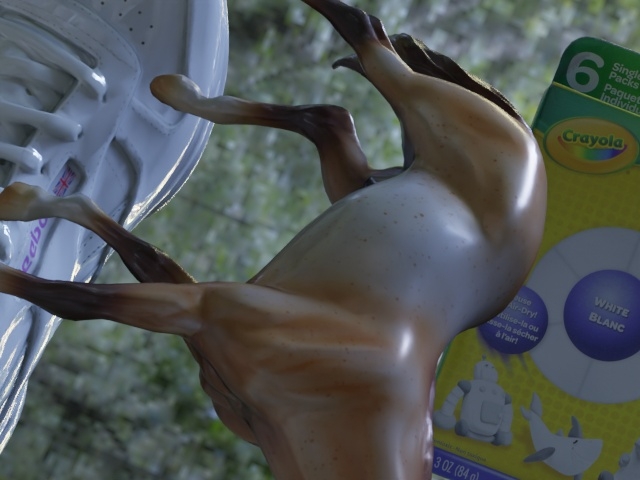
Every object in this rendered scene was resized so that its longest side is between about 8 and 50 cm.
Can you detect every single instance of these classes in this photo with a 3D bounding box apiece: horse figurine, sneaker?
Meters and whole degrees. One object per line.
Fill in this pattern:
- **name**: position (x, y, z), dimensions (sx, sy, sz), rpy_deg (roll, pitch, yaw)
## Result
- **horse figurine**: position (0.000, 0.000, 0.578), dimensions (0.263, 0.174, 0.066), rpy_deg (-47, 163, -44)
- **sneaker**: position (-0.120, -0.015, 0.691), dimensions (0.152, 0.114, 0.305), rpy_deg (103, 12, -89)

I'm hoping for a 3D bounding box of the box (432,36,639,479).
- **box**: position (0.112, 0.019, 0.707), dimensions (0.043, 0.105, 0.179), rpy_deg (17, 93, -87)
